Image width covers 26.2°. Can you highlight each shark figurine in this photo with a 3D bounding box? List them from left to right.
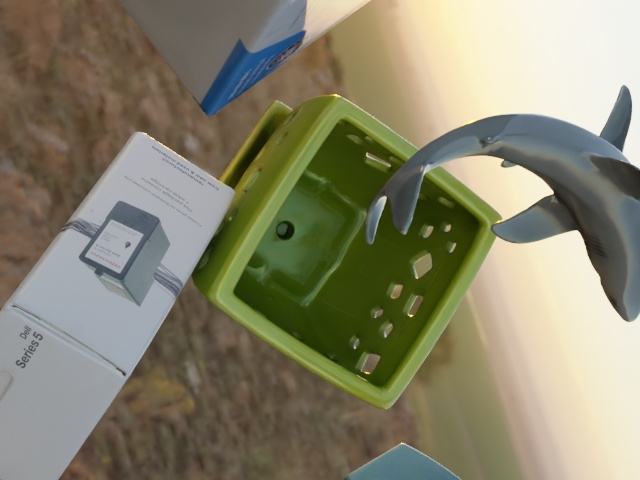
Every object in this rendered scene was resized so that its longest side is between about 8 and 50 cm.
[{"bbox_3d":[0.165,-0.042,0.935,0.116,0.278,0.166,22,-85,56],"label":"shark figurine"}]

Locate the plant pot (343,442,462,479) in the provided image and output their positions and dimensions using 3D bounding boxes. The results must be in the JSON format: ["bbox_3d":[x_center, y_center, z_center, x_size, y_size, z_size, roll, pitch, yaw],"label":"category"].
[{"bbox_3d":[0.126,0.388,1.736,0.234,0.166,0.165,50,-36,22],"label":"plant pot"}]

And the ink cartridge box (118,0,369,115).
[{"bbox_3d":[0.052,-0.289,0.916,0.166,0.395,0.285,52,-20,0],"label":"ink cartridge box"}]

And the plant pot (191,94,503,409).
[{"bbox_3d":[0.000,0.000,1.352,0.228,0.227,0.207,35,-5,-25],"label":"plant pot"}]

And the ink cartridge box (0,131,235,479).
[{"bbox_3d":[-0.202,0.063,1.202,0.115,0.198,0.273,33,38,-5],"label":"ink cartridge box"}]
